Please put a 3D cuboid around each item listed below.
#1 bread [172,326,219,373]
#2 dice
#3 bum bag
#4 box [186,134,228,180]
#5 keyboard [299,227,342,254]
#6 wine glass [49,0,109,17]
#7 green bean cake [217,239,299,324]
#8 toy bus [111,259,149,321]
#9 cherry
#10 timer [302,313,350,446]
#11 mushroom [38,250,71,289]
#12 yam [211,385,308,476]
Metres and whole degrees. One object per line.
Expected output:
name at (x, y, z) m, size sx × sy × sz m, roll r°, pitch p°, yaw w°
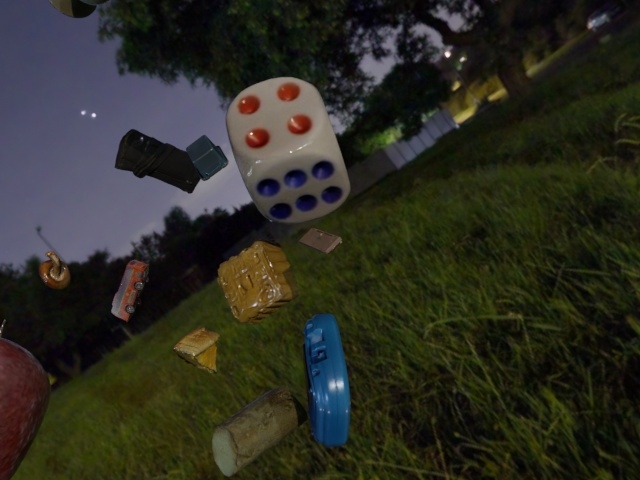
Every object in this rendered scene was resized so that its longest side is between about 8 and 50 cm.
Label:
bread at (-0.461, 0.434, 2.000) m, size 0.140 × 0.160 × 0.169 m, roll 12°, pitch 22°, yaw 27°
dice at (-0.087, -0.247, 1.508) m, size 0.276 × 0.304 × 0.304 m, roll -17°, pitch -35°, yaw 2°
bum bag at (-0.447, -0.219, 1.512) m, size 0.060 × 0.248 × 0.123 m, roll 26°, pitch 94°, yaw 48°
box at (-0.258, -0.188, 1.202) m, size 0.074 × 0.054 × 0.099 m, roll -38°, pitch 42°, yaw 1°
keyboard at (0.000, 0.000, 1.313) m, size 0.055 × 0.017 × 0.166 m, roll -46°, pitch 24°, yaw -11°
wine glass at (-0.399, -0.475, 0.948) m, size 0.231 × 0.103 × 0.103 m, roll 1°, pitch 33°, yaw 46°
green bean cake at (-0.205, 0.133, 1.729) m, size 0.224 × 0.230 × 0.131 m, roll -33°, pitch -19°, yaw 24°
toy bus at (-0.591, 0.156, 1.674) m, size 0.065 × 0.077 × 0.192 m, roll -81°, pitch 15°, yaw -71°
cherry at (-0.557, 0.264, 0.869) m, size 0.212 × 0.286 × 0.236 m, roll 0°, pitch -27°, yaw -5°
timer at (0.013, 0.403, 1.570) m, size 0.115 × 0.309 × 0.340 m, roll -3°, pitch 38°, yaw -6°
mushroom at (-0.767, 0.078, 1.539) m, size 0.088 × 0.072 × 0.130 m, roll -62°, pitch -24°, yaw -50°
yam at (-0.202, 0.604, 1.727) m, size 0.304 × 0.168 × 0.168 m, roll -27°, pitch -3°, yaw -31°
